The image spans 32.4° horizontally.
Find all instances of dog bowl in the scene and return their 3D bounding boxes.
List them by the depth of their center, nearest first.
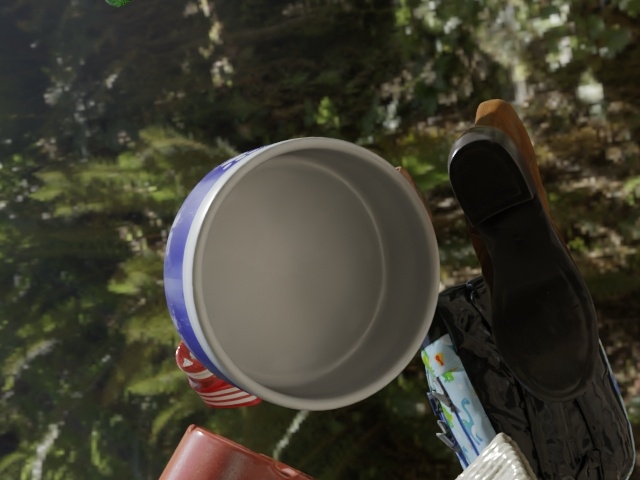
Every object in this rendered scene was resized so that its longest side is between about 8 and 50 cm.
[{"bbox_3d":[-0.019,0.032,1.103,0.265,0.104,0.265,0,-90,-25],"label":"dog bowl"}]

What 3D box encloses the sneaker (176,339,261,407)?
[{"bbox_3d":[-0.082,0.119,1.384,0.221,0.087,0.128,-39,-40,-22],"label":"sneaker"}]

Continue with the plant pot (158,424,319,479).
[{"bbox_3d":[-0.118,0.377,1.300,0.272,0.272,0.265,38,-107,-54],"label":"plant pot"}]

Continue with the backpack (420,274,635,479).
[{"bbox_3d":[0.311,0.244,1.631,0.290,0.273,0.355,-16,-119,-30],"label":"backpack"}]

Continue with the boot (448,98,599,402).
[{"bbox_3d":[0.199,0.000,1.087,0.264,0.096,0.280,61,-164,-5],"label":"boot"}]

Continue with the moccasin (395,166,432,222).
[{"bbox_3d":[0.000,0.001,1.871,0.147,0.380,0.139,56,-163,-19],"label":"moccasin"}]

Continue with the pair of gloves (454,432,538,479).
[{"bbox_3d":[0.092,0.270,0.745,0.042,0.204,0.240,27,-153,-26],"label":"pair of gloves"}]

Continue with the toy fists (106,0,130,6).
[{"bbox_3d":[-0.280,-0.409,1.283,0.142,0.096,0.279,-35,-75,-16],"label":"toy fists"}]
